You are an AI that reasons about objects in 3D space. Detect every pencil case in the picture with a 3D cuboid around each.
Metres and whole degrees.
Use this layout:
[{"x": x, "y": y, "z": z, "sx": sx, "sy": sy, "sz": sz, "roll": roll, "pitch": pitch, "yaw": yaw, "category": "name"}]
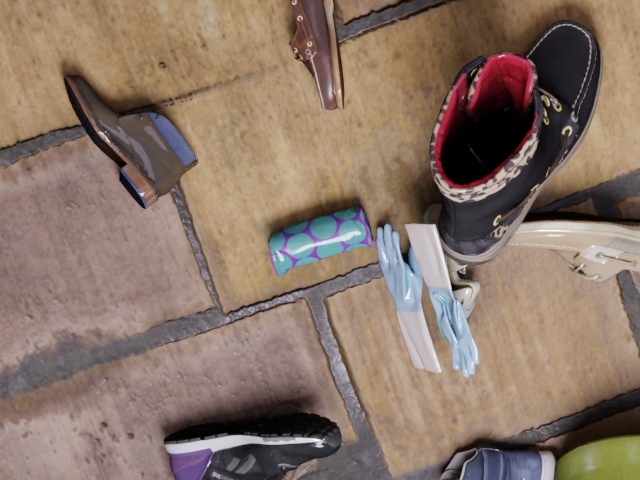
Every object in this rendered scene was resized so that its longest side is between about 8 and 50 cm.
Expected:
[{"x": 0.000, "y": 0.000, "z": 1.553, "sx": 0.151, "sy": 0.064, "sz": 0.070, "roll": -17, "pitch": 137, "yaw": 2, "category": "pencil case"}]

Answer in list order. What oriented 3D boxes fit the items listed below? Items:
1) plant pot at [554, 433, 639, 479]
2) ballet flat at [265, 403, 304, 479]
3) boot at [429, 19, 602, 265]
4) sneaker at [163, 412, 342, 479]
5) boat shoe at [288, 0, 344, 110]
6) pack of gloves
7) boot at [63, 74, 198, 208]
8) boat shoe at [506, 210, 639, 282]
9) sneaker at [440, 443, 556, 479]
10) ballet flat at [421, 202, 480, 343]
[{"x": 0.450, "y": 0.466, "z": 1.451, "sx": 0.366, "sy": 0.366, "sz": 0.353, "roll": 5, "pitch": 58, "yaw": -1, "category": "plant pot"}, {"x": -0.076, "y": 0.365, "z": 1.623, "sx": 0.084, "sy": 0.058, "sz": 0.250, "roll": 20, "pitch": 94, "yaw": 29, "category": "ballet flat"}, {"x": 0.257, "y": -0.165, "z": 1.388, "sx": 0.138, "sy": 0.284, "sz": 0.377, "roll": 32, "pitch": 83, "yaw": 18, "category": "boot"}, {"x": -0.088, "y": 0.328, "z": 1.559, "sx": 0.283, "sy": 0.107, "sz": 0.124, "roll": -10, "pitch": 94, "yaw": 28, "category": "sneaker"}, {"x": -0.009, "y": -0.283, "z": 1.506, "sx": 0.073, "sy": 0.073, "sz": 0.207, "roll": -8, "pitch": 92, "yaw": 3, "category": "boat shoe"}, {"x": 0.160, "y": 0.077, "z": 1.516, "sx": 0.046, "sy": 0.195, "sz": 0.232, "roll": -23, "pitch": 100, "yaw": -23, "category": "pack of gloves"}, {"x": -0.272, "y": -0.162, "z": 1.535, "sx": 0.106, "sy": 0.082, "sz": 0.219, "roll": -35, "pitch": 94, "yaw": -17, "category": "boot"}, {"x": 0.403, "y": 0.015, "z": 1.538, "sx": 0.302, "sy": 0.109, "sz": 0.098, "roll": 4, "pitch": 98, "yaw": -6, "category": "boat shoe"}, {"x": 0.252, "y": 0.416, "z": 1.603, "sx": 0.163, "sy": 0.086, "sz": 0.226, "roll": 10, "pitch": 90, "yaw": -12, "category": "sneaker"}, {"x": 0.197, "y": 0.050, "z": 1.553, "sx": 0.068, "sy": 0.072, "sz": 0.213, "roll": -6, "pitch": 99, "yaw": 34, "category": "ballet flat"}]
